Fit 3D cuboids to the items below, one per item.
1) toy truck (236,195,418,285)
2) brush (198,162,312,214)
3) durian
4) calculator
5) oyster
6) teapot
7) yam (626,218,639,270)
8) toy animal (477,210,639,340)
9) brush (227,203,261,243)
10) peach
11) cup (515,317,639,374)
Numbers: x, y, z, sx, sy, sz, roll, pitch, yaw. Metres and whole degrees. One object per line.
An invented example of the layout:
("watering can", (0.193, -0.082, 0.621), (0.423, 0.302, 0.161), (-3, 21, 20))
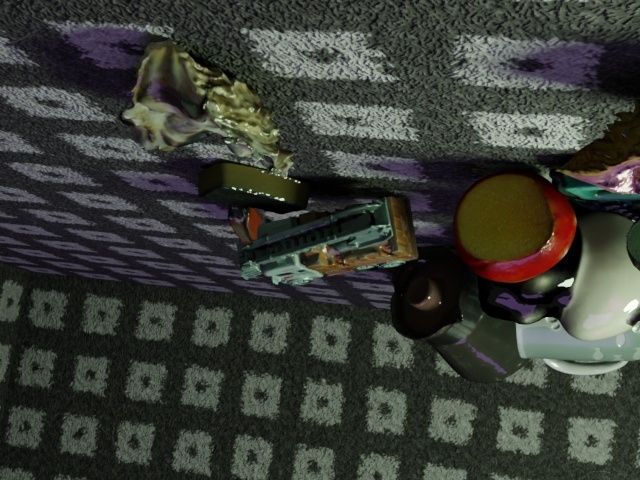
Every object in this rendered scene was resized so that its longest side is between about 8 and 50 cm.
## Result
("toy truck", (0.000, 0.000, 1.836), (0.338, 0.133, 0.184), (-12, 168, 23))
("brush", (-0.126, -0.096, 1.811), (0.197, 0.059, 0.123), (12, 168, -27))
("durian", (0.469, -0.124, 1.117), (0.341, 0.112, 0.191), (1, 162, -10))
("calculator", (0.524, -0.074, 1.466), (0.248, 0.058, 0.274), (-1, 168, 43))
("oyster", (-0.156, -0.169, 1.318), (0.237, 0.115, 0.351), (13, 168, 22))
("teapot", (0.340, 0.160, 2.395), (0.361, 0.306, 0.376), (28, -172, -40))
("yam", (0.536, 0.010, 1.497), (0.107, 0.107, 0.183), (4, 171, 22))
("toy animal", (0.452, 0.055, 1.716), (0.309, 0.251, 0.251), (3, 169, 18))
("brush", (-0.171, -0.044, 2.123), (0.051, 0.070, 0.323), (5, 167, 5))
("peach", (0.311, -0.022, 1.542), (0.190, 0.190, 0.192), (8, 169, -5))
("cup", (0.566, 0.159, 1.990), (0.274, 0.259, 0.357), (1, 132, 20))
